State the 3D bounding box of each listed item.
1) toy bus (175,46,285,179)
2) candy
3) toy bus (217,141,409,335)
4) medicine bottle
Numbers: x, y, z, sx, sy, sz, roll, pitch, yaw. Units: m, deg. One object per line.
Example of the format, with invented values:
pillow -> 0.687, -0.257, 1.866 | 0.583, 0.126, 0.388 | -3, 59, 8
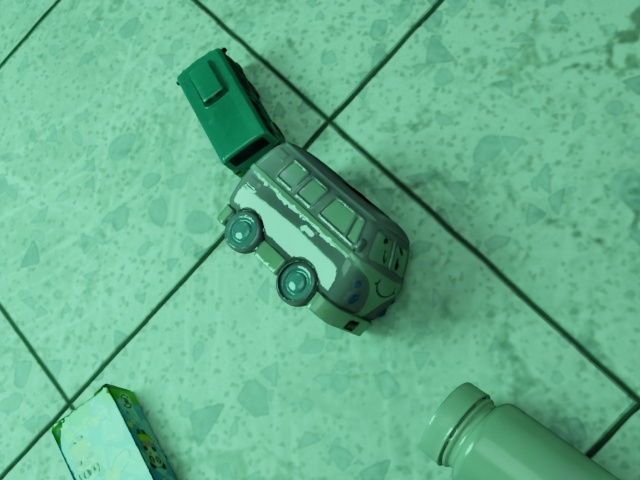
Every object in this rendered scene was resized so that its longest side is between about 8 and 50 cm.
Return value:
toy bus -> -0.115, -0.164, 1.154 | 0.079, 0.092, 0.160 | -33, 65, 9
candy -> -0.240, 0.281, 1.095 | 0.097, 0.062, 0.194 | -37, 64, 8
toy bus -> 0.000, 0.000, 1.031 | 0.142, 0.142, 0.202 | -49, 63, 4
medicine bottle -> 0.199, 0.230, 0.903 | 0.187, 0.103, 0.102 | 34, 90, 27
